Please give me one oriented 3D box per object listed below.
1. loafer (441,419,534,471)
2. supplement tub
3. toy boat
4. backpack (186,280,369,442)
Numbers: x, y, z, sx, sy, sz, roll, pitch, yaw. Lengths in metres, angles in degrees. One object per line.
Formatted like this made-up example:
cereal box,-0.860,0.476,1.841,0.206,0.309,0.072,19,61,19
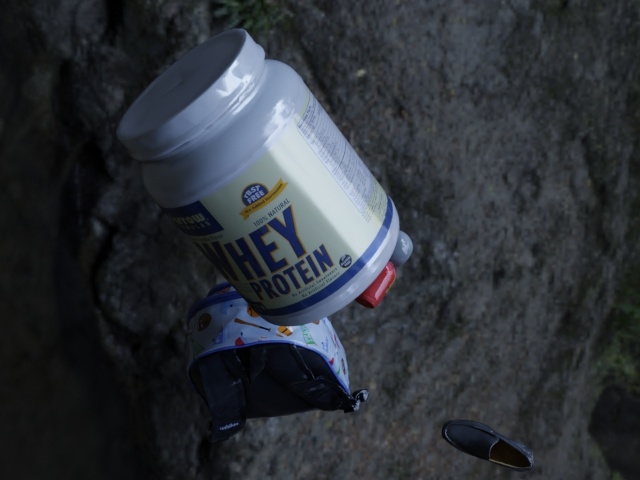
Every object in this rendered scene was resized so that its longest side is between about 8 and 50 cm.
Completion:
loafer,0.297,0.360,1.600,0.061,0.170,0.062,59,48,-83
supplement tub,-0.075,-0.075,1.143,0.325,0.235,0.235,50,37,-28
toy boat,0.000,0.000,1.624,0.148,0.318,0.267,-60,162,-20
backpack,-0.087,0.170,1.422,0.263,0.276,0.213,68,9,-62
